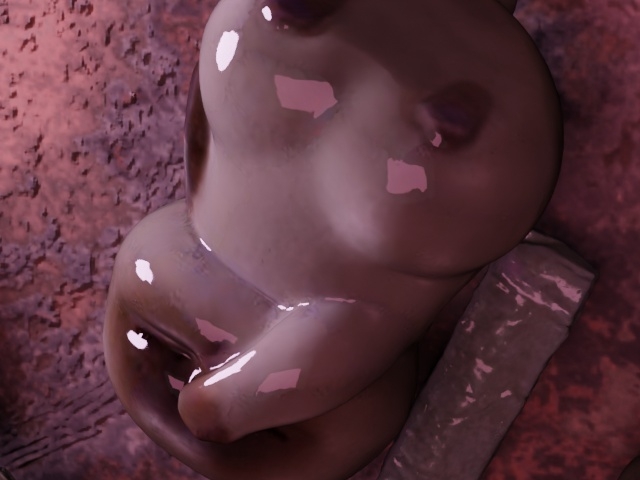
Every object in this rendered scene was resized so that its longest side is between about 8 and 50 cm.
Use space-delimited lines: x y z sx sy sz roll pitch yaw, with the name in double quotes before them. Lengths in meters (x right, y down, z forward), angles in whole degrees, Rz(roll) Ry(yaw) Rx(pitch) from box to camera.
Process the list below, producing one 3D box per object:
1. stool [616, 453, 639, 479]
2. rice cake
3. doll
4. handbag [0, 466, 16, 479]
"stool" 0.196 0.218 1.131 0.121 0.125 0.217 12 97 22
"rice cake" 0.104 0.085 1.155 0.069 0.063 0.206 27 113 4
"doll" -0.001 -0.005 1.078 0.215 0.226 0.370 30 112 6
"handbag" -0.293 0.230 1.283 0.315 0.109 0.241 45 114 -8
